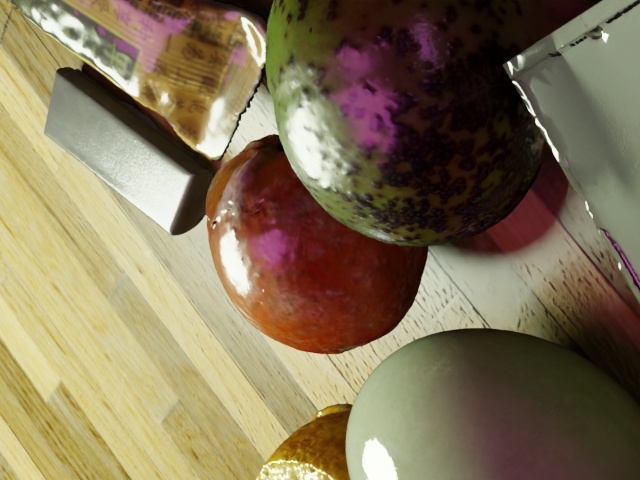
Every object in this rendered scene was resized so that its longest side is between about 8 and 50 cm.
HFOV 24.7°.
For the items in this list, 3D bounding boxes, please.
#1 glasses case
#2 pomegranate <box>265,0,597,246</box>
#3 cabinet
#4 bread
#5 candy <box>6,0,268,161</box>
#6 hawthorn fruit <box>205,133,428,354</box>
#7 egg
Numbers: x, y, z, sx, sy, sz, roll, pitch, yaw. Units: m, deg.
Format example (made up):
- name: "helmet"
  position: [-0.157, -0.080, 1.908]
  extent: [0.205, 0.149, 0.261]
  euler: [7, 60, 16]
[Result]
- name: "glasses case"
  position: [-0.174, -0.082, 1.312]
  extent: [0.190, 0.042, 0.072]
  euler: [37, 130, 28]
- name: "pomegranate"
  position: [0.093, -0.102, 0.899]
  extent: [0.248, 0.214, 0.214]
  euler: [-5, 114, 10]
- name: "cabinet"
  position: [0.235, -0.055, 0.768]
  extent: [0.206, 0.150, 0.145]
  euler: [60, 147, 0]
- name: "bread"
  position: [0.026, 0.205, 1.198]
  extent: [0.260, 0.129, 0.134]
  euler: [-7, 100, 50]
- name: "candy"
  position: [-0.151, -0.181, 1.182]
  extent: [0.271, 0.101, 0.143]
  euler: [36, 131, 20]
- name: "hawthorn fruit"
  position: [0.000, 0.000, 1.064]
  extent: [0.173, 0.173, 0.173]
  euler: [28, 132, 36]
- name: "egg"
  position: [0.129, 0.158, 0.996]
  extent: [0.253, 0.186, 0.186]
  euler: [28, 132, 39]
